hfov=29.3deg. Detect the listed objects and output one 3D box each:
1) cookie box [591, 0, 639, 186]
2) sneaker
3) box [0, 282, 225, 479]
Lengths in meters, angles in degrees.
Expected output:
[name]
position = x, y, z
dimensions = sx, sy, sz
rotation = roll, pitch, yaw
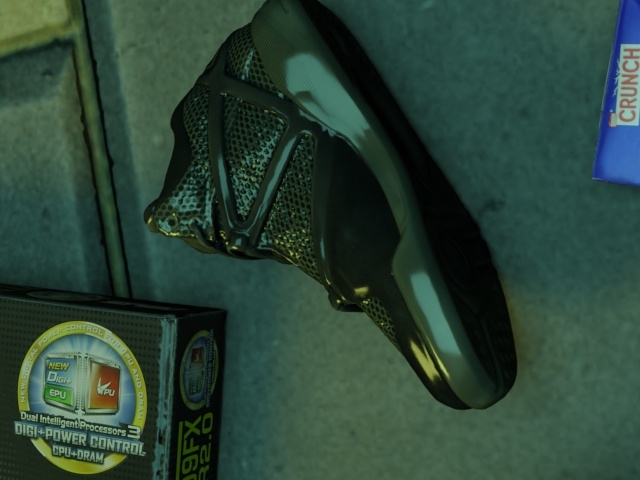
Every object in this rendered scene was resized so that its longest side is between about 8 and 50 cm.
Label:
[cookie box]
position = 0.183, -0.064, 0.543
dimensions = 0.107, 0.040, 0.091
rotation = 11, 96, 22
[sneaker]
position = 0.000, 0.000, 0.601
dimensions = 0.130, 0.087, 0.227
rotation = -38, 74, 21
[box]
position = -0.190, 0.133, 0.698
dimensions = 0.270, 0.060, 0.216
rotation = 6, 94, 23
